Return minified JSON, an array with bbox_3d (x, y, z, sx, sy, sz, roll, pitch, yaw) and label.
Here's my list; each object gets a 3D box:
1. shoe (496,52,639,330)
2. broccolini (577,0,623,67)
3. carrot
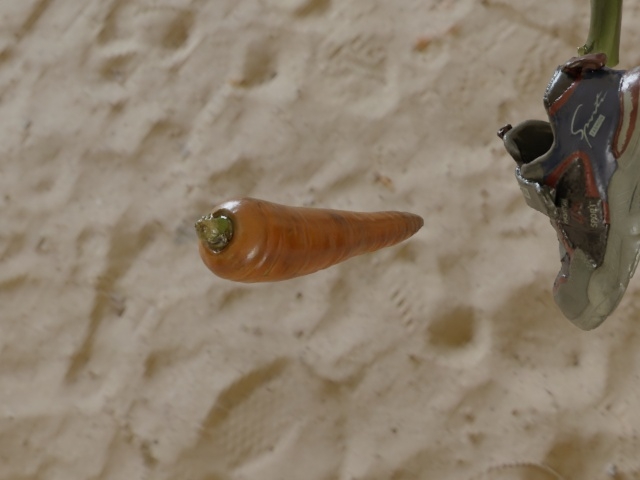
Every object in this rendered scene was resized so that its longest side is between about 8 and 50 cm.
[{"bbox_3d":[0.179,-0.037,1.085,0.126,0.227,0.099,17,38,8],"label":"shoe"},{"bbox_3d":[0.236,-0.273,1.220,0.074,0.392,0.079,-27,52,-19],"label":"broccolini"},{"bbox_3d":[0.000,0.000,1.115,0.061,0.257,0.061,0,90,38],"label":"carrot"}]
